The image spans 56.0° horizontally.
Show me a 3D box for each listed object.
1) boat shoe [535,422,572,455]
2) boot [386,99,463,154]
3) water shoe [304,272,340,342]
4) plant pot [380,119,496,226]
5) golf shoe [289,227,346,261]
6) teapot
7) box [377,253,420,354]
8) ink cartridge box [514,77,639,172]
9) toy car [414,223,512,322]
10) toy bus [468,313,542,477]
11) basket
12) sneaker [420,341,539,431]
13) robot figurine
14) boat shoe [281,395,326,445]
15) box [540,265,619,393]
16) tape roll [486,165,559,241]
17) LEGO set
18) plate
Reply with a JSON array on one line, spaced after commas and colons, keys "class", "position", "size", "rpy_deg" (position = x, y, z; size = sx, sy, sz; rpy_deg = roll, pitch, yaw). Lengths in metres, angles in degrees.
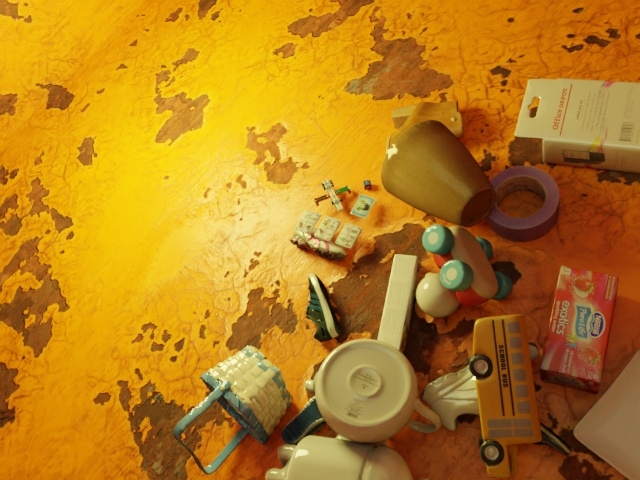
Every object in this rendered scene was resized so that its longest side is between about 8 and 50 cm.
[{"class": "boat shoe", "position": [0.486, 0.434, 1.350], "size": [0.152, 0.056, 0.049], "rpy_deg": [37, 93, 35]}, {"class": "boot", "position": [0.308, -0.290, 1.751], "size": [0.211, 0.104, 0.295], "rpy_deg": [-3, 60, 20]}, {"class": "water shoe", "position": [-0.013, 0.182, 1.656], "size": [0.080, 0.073, 0.203], "rpy_deg": [-27, 58, 9]}, {"class": "plant pot", "position": [0.326, -0.151, 1.577], "size": [0.237, 0.237, 0.254], "rpy_deg": [-40, 51, -1]}, {"class": "golf shoe", "position": [0.000, 0.000, 1.745], "size": [0.186, 0.067, 0.086], "rpy_deg": [23, 74, 29]}, {"class": "teapot", "position": [0.115, 0.369, 1.416], "size": [0.253, 0.187, 0.256], "rpy_deg": [-22, 54, -8]}, {"class": "box", "position": [0.200, 0.195, 1.571], "size": [0.067, 0.063, 0.323], "rpy_deg": [4, 66, 22]}, {"class": "ink cartridge box", "position": [0.714, -0.307, 1.592], "size": [0.354, 0.119, 0.207], "rpy_deg": [12, 70, 25]}, {"class": "toy car", "position": [0.312, 0.103, 1.528], "size": [0.238, 0.219, 0.210], "rpy_deg": [-42, 52, 31]}, {"class": "toy bus", "position": [0.397, 0.332, 1.309], "size": [0.130, 0.108, 0.332], "rpy_deg": [-7, 81, 12]}, {"class": "basket", "position": [-0.219, 0.432, 1.511], "size": [0.201, 0.254, 0.289], "rpy_deg": [27, 58, 29]}, {"class": "sneaker", "position": [0.388, 0.338, 1.418], "size": [0.297, 0.111, 0.129], "rpy_deg": [-34, 69, 10]}, {"class": "robot figurine", "position": [0.058, 0.556, 1.364], "size": [0.354, 0.199, 0.300], "rpy_deg": [1, 35, 22]}, {"class": "boat shoe", "position": [-0.017, 0.448, 1.524], "size": [0.183, 0.066, 0.066], "rpy_deg": [-35, 58, -10]}, {"class": "box", "position": [0.592, 0.203, 1.380], "size": [0.128, 0.122, 0.256], "rpy_deg": [11, 69, 25]}, {"class": "tape roll", "position": [0.527, -0.097, 1.582], "size": [0.189, 0.080, 0.188], "rpy_deg": [-9, 62, 16]}, {"class": "LEGO set", "position": [0.058, -0.089, 1.770], "size": [0.183, 0.060, 0.244], "rpy_deg": [19, 61, 18]}, {"class": "plate", "position": [0.734, 0.402, 1.271], "size": [0.278, 0.045, 0.277], "rpy_deg": [-47, 59, -6]}]
